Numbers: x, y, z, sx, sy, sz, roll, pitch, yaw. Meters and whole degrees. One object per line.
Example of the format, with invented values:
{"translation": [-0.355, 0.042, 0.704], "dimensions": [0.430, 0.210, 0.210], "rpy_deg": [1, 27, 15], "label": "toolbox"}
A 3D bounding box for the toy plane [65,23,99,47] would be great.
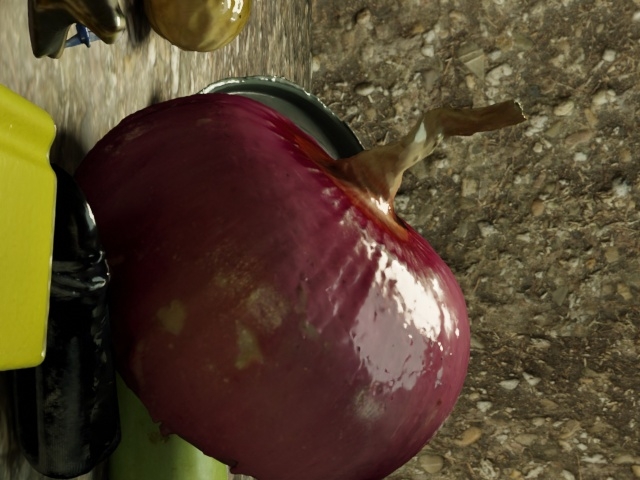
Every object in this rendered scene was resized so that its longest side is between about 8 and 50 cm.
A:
{"translation": [-0.183, -0.207, 0.870], "dimensions": [0.167, 0.054, 0.062], "rpy_deg": [88, -19, -45], "label": "toy plane"}

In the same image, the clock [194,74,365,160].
{"translation": [-0.057, -0.040, 1.282], "dimensions": [0.055, 0.280, 0.281], "rpy_deg": [-26, -126, 54], "label": "clock"}

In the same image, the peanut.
{"translation": [-0.123, -0.273, 1.218], "dimensions": [0.236, 0.110, 0.120], "rpy_deg": [-92, 160, -51], "label": "peanut"}

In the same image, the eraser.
{"translation": [-0.199, -0.009, 0.621], "dimensions": [0.226, 0.069, 0.158], "rpy_deg": [52, 39, -84], "label": "eraser"}

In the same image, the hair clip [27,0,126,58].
{"translation": [-0.176, -0.256, 0.741], "dimensions": [0.106, 0.084, 0.292], "rpy_deg": [-57, 145, -71], "label": "hair clip"}

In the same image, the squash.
{"translation": [-0.148, 0.184, 1.147], "dimensions": [0.118, 0.118, 0.371], "rpy_deg": [-55, 142, -82], "label": "squash"}

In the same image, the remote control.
{"translation": [-0.184, 0.065, 0.812], "dimensions": [0.066, 0.090, 0.266], "rpy_deg": [-42, 148, -40], "label": "remote control"}

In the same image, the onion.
{"translation": [-0.028, 0.023, 0.973], "dimensions": [0.345, 0.358, 0.358], "rpy_deg": [-48, 162, -16], "label": "onion"}
